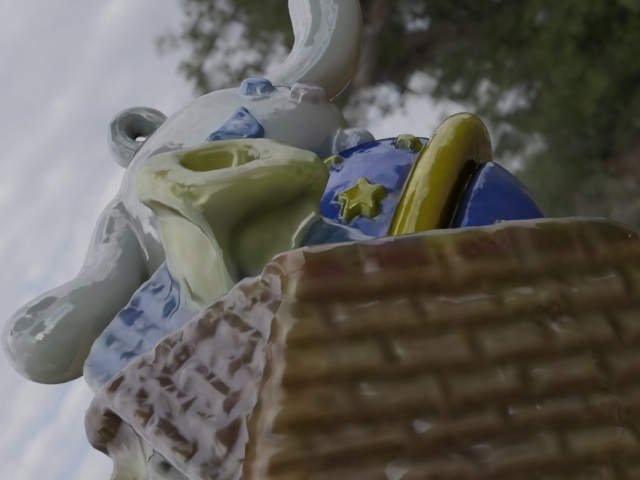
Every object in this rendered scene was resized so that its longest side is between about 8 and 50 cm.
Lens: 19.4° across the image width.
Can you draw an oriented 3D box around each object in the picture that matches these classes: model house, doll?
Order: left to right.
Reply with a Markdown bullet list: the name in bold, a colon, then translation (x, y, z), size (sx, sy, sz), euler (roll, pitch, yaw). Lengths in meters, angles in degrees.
- **model house**: translation (-0.018, 0.112, 0.687), size (0.321, 0.261, 0.266), euler (27, 120, 59)
- **doll**: translation (0.013, -0.010, 0.971), size (0.159, 0.243, 0.311), euler (71, -153, -43)
